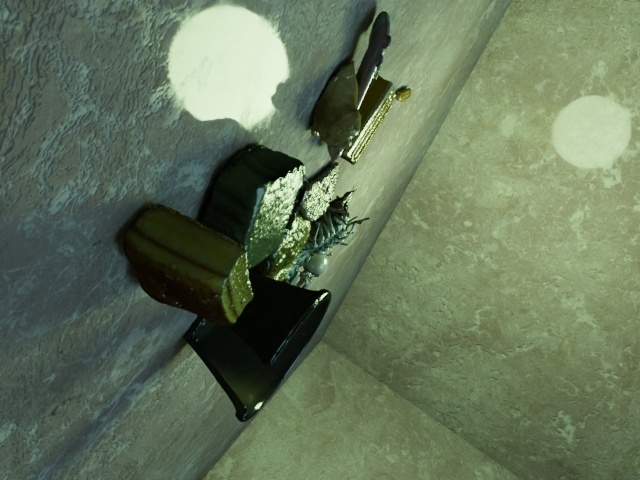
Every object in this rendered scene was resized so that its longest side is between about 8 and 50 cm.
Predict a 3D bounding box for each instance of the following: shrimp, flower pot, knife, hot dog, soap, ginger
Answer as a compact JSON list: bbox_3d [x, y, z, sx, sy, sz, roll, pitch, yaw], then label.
[{"bbox_3d":[-0.001,-0.004,1.891,0.410,0.166,0.221,-42,147,-5],"label":"shrimp"},{"bbox_3d":[-0.168,0.220,1.503,0.379,0.251,0.379,-54,167,-18],"label":"flower pot"},{"bbox_3d":[0.090,-0.350,1.437,0.398,0.038,0.132,117,-23,-46],"label":"knife"},{"bbox_3d":[0.275,-0.484,2.012,0.137,0.028,0.044,-43,137,-60],"label":"hot dog"},{"bbox_3d":[0.120,-0.329,1.656,0.232,0.073,0.140,-58,171,3],"label":"soap"},{"bbox_3d":[0.056,-0.303,1.365,0.115,0.123,0.193,-12,132,-46],"label":"ginger"}]

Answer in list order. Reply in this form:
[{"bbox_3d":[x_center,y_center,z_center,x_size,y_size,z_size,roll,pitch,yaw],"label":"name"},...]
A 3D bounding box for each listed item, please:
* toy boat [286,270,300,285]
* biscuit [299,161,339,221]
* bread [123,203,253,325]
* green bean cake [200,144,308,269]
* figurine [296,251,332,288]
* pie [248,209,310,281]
[{"bbox_3d":[-0.153,0.202,1.982,0.282,0.078,0.127,-61,168,20],"label":"toy boat"},{"bbox_3d":[-0.003,-0.125,1.701,0.250,0.032,0.133,-47,145,-54],"label":"biscuit"},{"bbox_3d":[-0.216,0.053,1.000,0.110,0.184,0.234,-59,170,-22],"label":"bread"},{"bbox_3d":[-0.129,-0.068,1.191,0.222,0.125,0.227,-33,152,-60],"label":"green bean cake"},{"bbox_3d":[-0.041,0.103,2.171,0.197,0.093,0.147,-47,146,-9],"label":"figurine"},{"bbox_3d":[-0.107,0.027,1.682,0.277,0.079,0.277,-54,171,-13],"label":"pie"}]
